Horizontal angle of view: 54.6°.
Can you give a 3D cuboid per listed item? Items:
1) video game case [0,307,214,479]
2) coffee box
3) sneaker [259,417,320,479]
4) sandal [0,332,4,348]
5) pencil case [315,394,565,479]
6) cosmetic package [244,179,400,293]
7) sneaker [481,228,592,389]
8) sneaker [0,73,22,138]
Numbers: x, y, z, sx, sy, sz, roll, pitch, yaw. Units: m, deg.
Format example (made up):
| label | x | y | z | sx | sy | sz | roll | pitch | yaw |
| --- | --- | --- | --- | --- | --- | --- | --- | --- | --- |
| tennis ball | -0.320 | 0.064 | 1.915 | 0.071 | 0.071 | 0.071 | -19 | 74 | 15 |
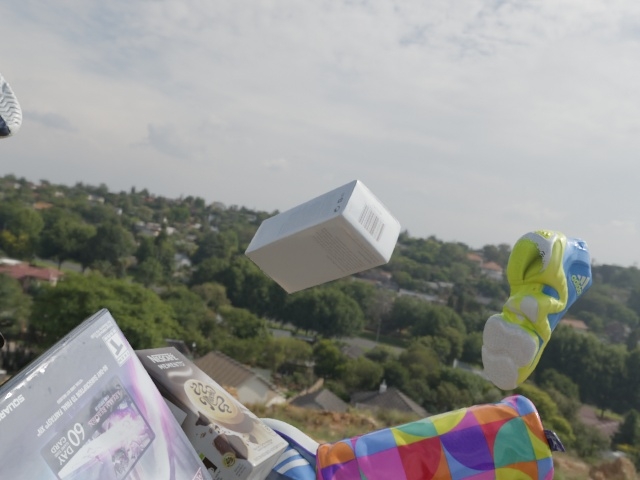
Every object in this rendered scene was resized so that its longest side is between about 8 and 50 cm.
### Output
| label | x | y | z | sx | sy | sz | roll | pitch | yaw |
| --- | --- | --- | --- | --- | --- | --- | --- | --- | --- |
| video game case | -0.170 | 0.217 | 0.530 | 0.026 | 0.274 | 0.196 | -24 | 12 | 20 |
| coffee box | -0.225 | 0.324 | 1.091 | 0.297 | 0.118 | 0.168 | 35 | 5 | 16 |
| sneaker | -0.096 | 0.490 | 1.203 | 0.323 | 0.130 | 0.236 | 14 | 35 | 35 |
| sandal | -0.729 | 0.195 | 1.289 | 0.040 | 0.067 | 0.179 | 50 | -9 | 35 |
| pencil case | 0.113 | 0.223 | 0.609 | 0.236 | 0.104 | 0.104 | -13 | 2 | -2 |
| cosmetic package | 0.000 | 0.000 | 0.991 | 0.231 | 0.085 | 0.117 | -18 | -55 | 43 |
| sneaker | 0.306 | 0.098 | 0.844 | 0.126 | 0.240 | 0.091 | -4 | 30 | -25 |
| sneaker | -0.500 | -0.179 | 0.838 | 0.235 | 0.094 | 0.153 | 26 | -33 | -1 |
